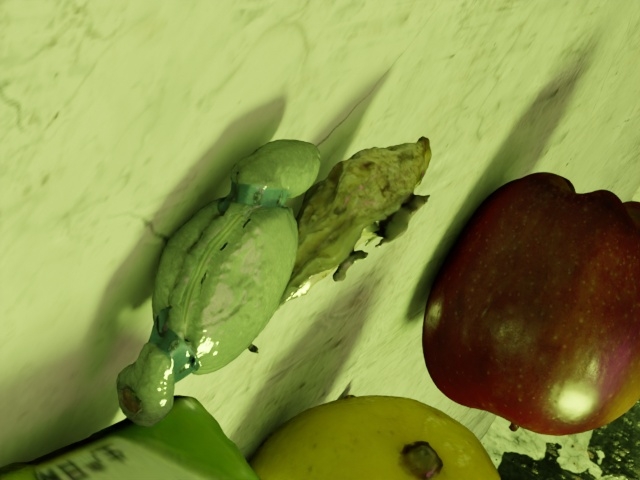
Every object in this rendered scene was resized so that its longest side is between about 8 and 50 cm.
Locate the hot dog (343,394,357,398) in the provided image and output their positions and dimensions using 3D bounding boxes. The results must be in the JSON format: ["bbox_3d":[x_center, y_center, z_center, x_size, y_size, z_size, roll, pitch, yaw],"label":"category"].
[{"bbox_3d":[0.022,0.234,1.738,0.062,0.038,0.144,-40,159,-45],"label":"hot dog"}]

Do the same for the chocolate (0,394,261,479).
[{"bbox_3d":[-0.171,0.279,0.936,0.288,0.137,0.301,-15,131,-58],"label":"chocolate"}]

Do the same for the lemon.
[{"bbox_3d":[0.044,0.295,1.478,0.297,0.297,0.297,-51,165,-19],"label":"lemon"}]

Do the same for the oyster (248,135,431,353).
[{"bbox_3d":[-0.005,0.005,1.115,0.209,0.072,0.133,-40,179,24],"label":"oyster"}]

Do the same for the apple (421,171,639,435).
[{"bbox_3d":[0.266,0.082,1.739,0.317,0.288,0.288,-71,163,8],"label":"apple"}]

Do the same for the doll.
[{"bbox_3d":[-0.062,0.024,0.939,0.214,0.071,0.103,-58,167,-7],"label":"doll"}]
